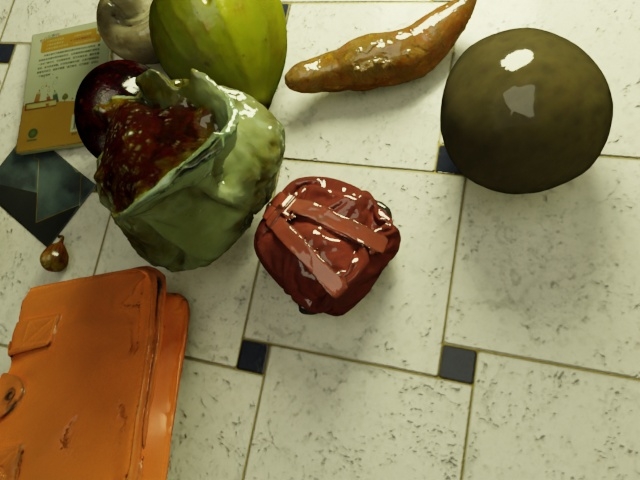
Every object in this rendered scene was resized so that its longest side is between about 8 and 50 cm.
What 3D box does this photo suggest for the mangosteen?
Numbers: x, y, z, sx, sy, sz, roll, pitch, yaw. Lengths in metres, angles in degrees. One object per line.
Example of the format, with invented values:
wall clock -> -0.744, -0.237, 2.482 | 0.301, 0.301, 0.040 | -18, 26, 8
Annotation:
mangosteen -> -0.338, -0.225, 0.908 | 0.210, 0.210, 0.209 | -3, 76, 14

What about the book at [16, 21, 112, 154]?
book -> -0.546, -0.332, 1.076 | 0.208, 0.020, 0.295 | -5, 75, 13

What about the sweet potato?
sweet potato -> 0.113, -0.314, 0.864 | 0.355, 0.095, 0.106 | -21, 117, 11

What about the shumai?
shumai -> -0.199, -0.073, 0.716 | 0.292, 0.288, 0.329 | 22, 106, -22

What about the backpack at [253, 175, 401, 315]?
backpack -> 0.000, 0.000, 0.788 | 0.229, 0.139, 0.229 | -3, 77, 12

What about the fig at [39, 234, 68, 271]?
fig -> -0.513, 0.022, 0.972 | 0.050, 0.050, 0.083 | -11, 55, 12

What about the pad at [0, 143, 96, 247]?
pad -> -0.590, -0.112, 1.044 | 0.243, 0.004, 0.163 | 35, 87, 20

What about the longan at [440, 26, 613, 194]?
longan -> 0.292, -0.190, 0.725 | 0.248, 0.248, 0.248 | -3, 76, 14

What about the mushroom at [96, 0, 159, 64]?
mushroom -> -0.346, -0.453, 0.962 | 0.204, 0.204, 0.204 | -3, 76, 14

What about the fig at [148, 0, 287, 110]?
fig -> -0.162, -0.344, 0.874 | 0.239, 0.239, 0.271 | -30, 88, 6

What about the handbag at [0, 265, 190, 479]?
handbag -> -0.373, 0.245, 0.775 | 0.304, 0.116, 0.410 | -10, 53, 10
